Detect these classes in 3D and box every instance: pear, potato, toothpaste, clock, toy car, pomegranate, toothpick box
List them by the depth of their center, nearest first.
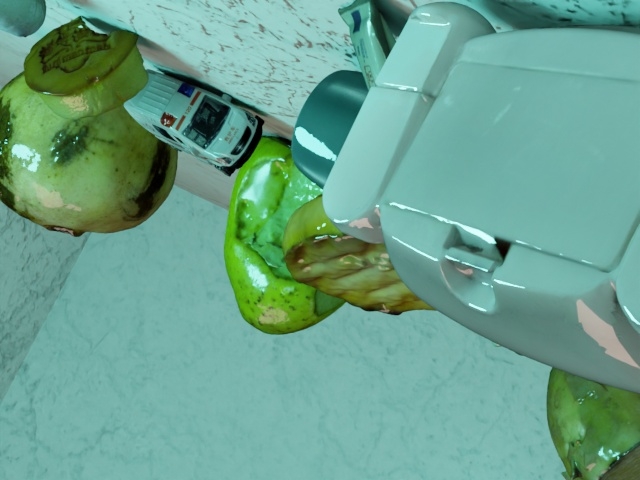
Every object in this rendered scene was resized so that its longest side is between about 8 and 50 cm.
[{"bbox_3d":[0.211,0.009,0.602,0.326,0.184,0.342,25,-177,-36],"label":"clock"},{"bbox_3d":[0.078,-0.044,0.751,0.268,0.047,0.069,64,-158,-10],"label":"toothpaste"},{"bbox_3d":[0.070,-0.064,0.865,0.184,0.120,0.120,28,177,24],"label":"toothpick box"},{"bbox_3d":[-0.168,-0.161,1.402,0.210,0.089,0.108,28,172,47],"label":"toy car"},{"bbox_3d":[-0.058,-0.005,1.531,0.238,0.255,0.164,30,180,29],"label":"pear"},{"bbox_3d":[0.469,0.264,1.720,0.237,0.301,0.288,55,166,32],"label":"potato"},{"bbox_3d":[-0.385,-0.146,1.720,0.322,0.322,0.322,27,176,2],"label":"pomegranate"}]

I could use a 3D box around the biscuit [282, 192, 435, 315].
[{"bbox_3d":[0.099,0.011,1.325,0.296,0.102,0.296,7,161,2],"label":"biscuit"}]

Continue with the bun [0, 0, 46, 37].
[{"bbox_3d":[-0.374,-0.287,1.203,0.141,0.083,0.141,25,-174,-3],"label":"bun"}]

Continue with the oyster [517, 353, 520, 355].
[{"bbox_3d":[0.283,0.103,1.603,0.198,0.112,0.268,26,-176,-37],"label":"oyster"}]

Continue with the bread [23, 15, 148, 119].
[{"bbox_3d":[-0.293,-0.208,1.302,0.156,0.125,0.086,25,155,38],"label":"bread"}]
